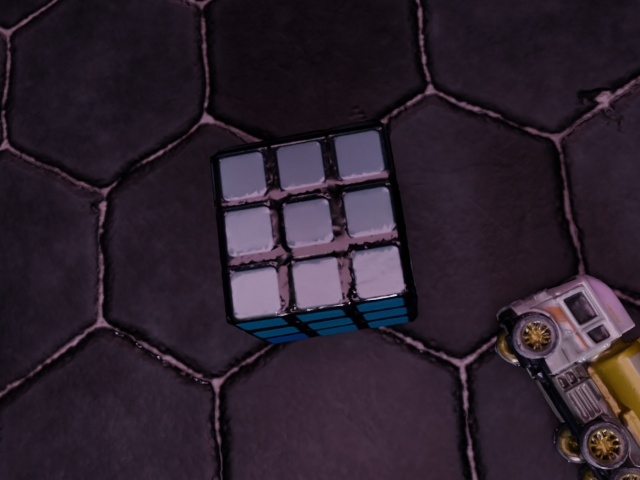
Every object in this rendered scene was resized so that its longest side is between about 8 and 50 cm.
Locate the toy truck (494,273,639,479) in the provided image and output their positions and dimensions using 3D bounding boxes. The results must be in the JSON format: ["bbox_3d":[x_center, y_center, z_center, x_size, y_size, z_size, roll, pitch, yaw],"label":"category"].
[{"bbox_3d":[0.255,0.139,0.607,0.114,0.098,0.227,-29,76,-3],"label":"toy truck"}]

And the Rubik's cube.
[{"bbox_3d":[0.000,0.000,0.645,0.160,0.162,0.163,-10,76,7],"label":"Rubik's cube"}]
